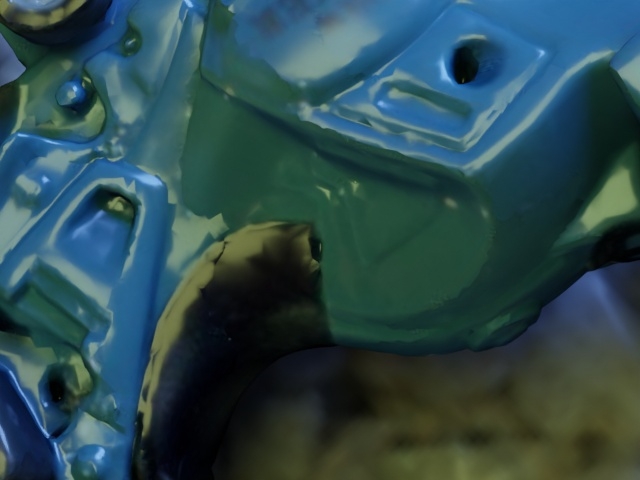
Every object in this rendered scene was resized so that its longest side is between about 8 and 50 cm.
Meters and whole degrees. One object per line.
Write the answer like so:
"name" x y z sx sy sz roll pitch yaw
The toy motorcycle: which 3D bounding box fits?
"toy motorcycle" 0.000 0.000 0.403 0.272 0.123 0.182 -38 73 6
